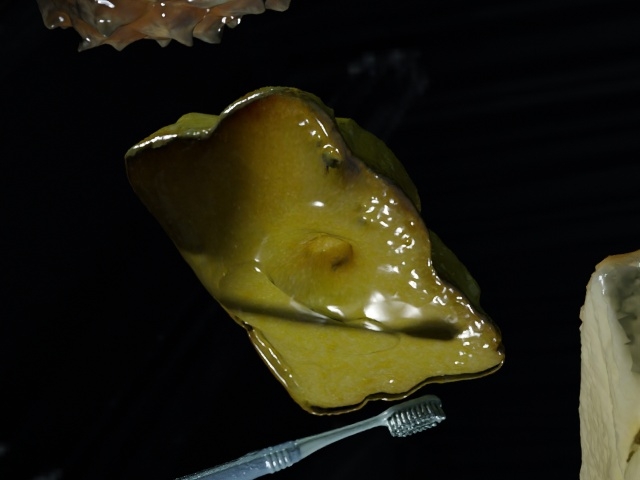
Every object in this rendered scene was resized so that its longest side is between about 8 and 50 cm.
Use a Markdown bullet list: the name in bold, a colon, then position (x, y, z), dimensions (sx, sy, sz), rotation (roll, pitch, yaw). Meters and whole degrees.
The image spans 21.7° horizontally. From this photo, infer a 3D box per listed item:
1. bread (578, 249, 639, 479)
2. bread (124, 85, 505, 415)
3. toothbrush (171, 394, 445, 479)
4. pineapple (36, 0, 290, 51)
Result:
- **bread**: position (0.384, 0.175, 1.187), dimensions (0.390, 0.371, 0.279), rotation (80, -176, -56)
- **bread**: position (0.000, 0.000, 1.004), dimensions (0.233, 0.161, 0.088), rotation (51, -148, -30)
- **toothbrush**: position (-0.033, 0.129, 0.952), dimensions (0.019, 0.219, 0.016), rotation (-114, 9, -53)
- **pineapple**: position (-0.050, -0.170, 0.752), dimensions (0.193, 0.166, 0.166), rotation (-19, -72, -23)
